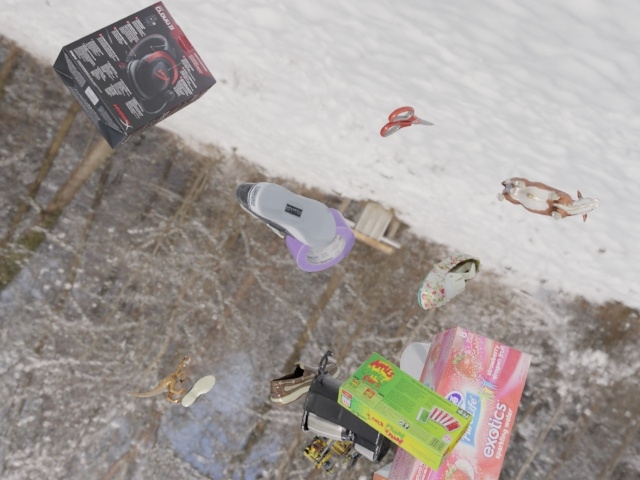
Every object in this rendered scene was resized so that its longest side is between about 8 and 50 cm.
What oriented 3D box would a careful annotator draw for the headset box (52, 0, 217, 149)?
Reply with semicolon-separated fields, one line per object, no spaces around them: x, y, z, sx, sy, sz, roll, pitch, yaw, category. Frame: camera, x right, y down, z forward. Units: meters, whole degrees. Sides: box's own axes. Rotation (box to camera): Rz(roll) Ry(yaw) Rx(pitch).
-0.390;-0.370;1.493;0.218;0.293;0.110;55;147;-10;headset box

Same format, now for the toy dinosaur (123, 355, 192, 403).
-0.452;0.428;1.997;0.112;0.212;0.064;41;153;26;toy dinosaur

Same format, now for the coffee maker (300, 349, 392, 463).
0.065;0.343;1.385;0.178;0.171;0.120;16;-149;25;coffee maker

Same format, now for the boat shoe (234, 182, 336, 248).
-0.083;-0.062;1.648;0.105;0.113;0.306;15;177;42;boat shoe

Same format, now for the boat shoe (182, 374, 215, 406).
-0.400;0.492;2.239;0.049;0.137;0.043;46;180;3;boat shoe

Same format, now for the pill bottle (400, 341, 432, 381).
0.317;0.318;1.696;0.229;0.131;0.131;14;-167;-33;pill bottle

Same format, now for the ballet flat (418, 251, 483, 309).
0.296;0.082;1.521;0.077;0.091;0.241;-2;-160;34;ballet flat

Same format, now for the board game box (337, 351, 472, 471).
0.126;0.257;1.036;0.181;0.043;0.092;31;-132;25;board game box

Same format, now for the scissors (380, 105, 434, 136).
0.275;-0.349;1.951;0.297;0.109;0.021;-17;-118;-45;scissors

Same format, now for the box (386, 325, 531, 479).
0.246;0.323;1.223;0.154;0.299;0.142;23;163;-2;box

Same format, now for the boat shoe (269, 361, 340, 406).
-0.046;0.421;2.108;0.258;0.095;0.095;-20;-170;-39;boat shoe

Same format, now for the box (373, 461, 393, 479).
0.308;0.742;1.770;0.346;0.214;0.168;14;-170;35;box

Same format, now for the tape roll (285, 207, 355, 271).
0.000;0.000;1.987;0.189;0.189;0.080;18;-148;-48;tape roll

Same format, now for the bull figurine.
0.705;-0.128;2.132;0.311;0.101;0.188;17;-168;27;bull figurine

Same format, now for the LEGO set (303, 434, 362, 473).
0.122;0.578;2.026;0.192;0.254;0.331;40;-133;14;LEGO set
